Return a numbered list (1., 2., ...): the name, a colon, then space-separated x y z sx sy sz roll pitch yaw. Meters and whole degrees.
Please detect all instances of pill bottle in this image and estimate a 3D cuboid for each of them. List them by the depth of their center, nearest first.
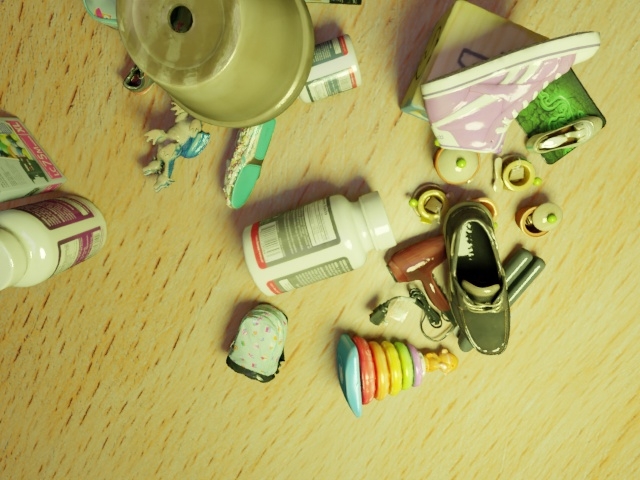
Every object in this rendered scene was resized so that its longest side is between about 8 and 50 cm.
1. pill bottle: -0.010 -0.357 0.910 0.180 0.108 0.108 -16 103 8
2. pill bottle: -0.630 0.003 0.944 0.169 0.301 0.169 1 104 4
3. pill bottle: 0.000 0.000 0.966 0.318 0.176 0.176 -19 102 8

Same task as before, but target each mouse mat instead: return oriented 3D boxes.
1. mouse mat: 0.522 -0.285 0.945 0.152 0.007 0.190 -39 100 12

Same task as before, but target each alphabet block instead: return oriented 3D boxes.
1. alphabet block: 0.295 -0.325 0.856 0.193 0.192 0.197 22 104 -4

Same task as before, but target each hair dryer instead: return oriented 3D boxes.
1. hair dryer: 0.259 0.099 1.042 0.223 0.080 0.294 15 111 -16

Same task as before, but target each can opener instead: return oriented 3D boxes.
1. can opener: 0.427 0.154 1.017 0.076 0.095 0.283 30 111 -5

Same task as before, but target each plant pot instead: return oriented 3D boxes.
1. plant pot: -0.183 -0.354 0.729 0.323 0.280 0.323 1 107 5

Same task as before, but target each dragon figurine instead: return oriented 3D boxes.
1. dragon figurine: -0.310 -0.241 0.971 0.085 0.144 0.289 39 84 -5

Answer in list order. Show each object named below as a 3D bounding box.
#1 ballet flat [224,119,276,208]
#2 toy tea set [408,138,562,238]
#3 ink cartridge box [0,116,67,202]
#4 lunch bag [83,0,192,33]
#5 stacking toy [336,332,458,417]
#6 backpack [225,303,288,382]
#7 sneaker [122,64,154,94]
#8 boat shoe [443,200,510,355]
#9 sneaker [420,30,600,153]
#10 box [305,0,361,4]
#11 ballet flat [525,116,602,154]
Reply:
1. ballet flat: -0.174 -0.194 0.988 0.077 0.091 0.241 31 102 27
2. toy tea set: 0.377 -0.105 0.939 0.336 0.124 0.200 11 105 1
3. ink cartridge box: -0.706 -0.172 0.899 0.065 0.311 0.186 -32 101 12
4. lunch bag: -0.366 -0.580 0.876 0.224 0.108 0.279 9 105 2
5. stacking toy: 0.198 0.313 1.061 0.301 0.166 0.175 -5 93 -7
6. backpack: -0.151 0.256 1.075 0.151 0.115 0.182 21 102 1
7. sneaker: -0.377 -0.385 0.949 0.158 0.065 0.061 -42 98 13
8. boat shoe: 0.332 0.097 0.915 0.132 0.130 0.356 -13 101 21
9. sneaker: 0.331 -0.242 0.735 0.282 0.102 0.161 -16 107 19
10. box: -0.051 -0.587 0.864 0.289 0.087 0.169 3 105 3
11. ballet flat: 0.540 -0.224 0.928 0.168 0.052 0.057 -20 102 8
